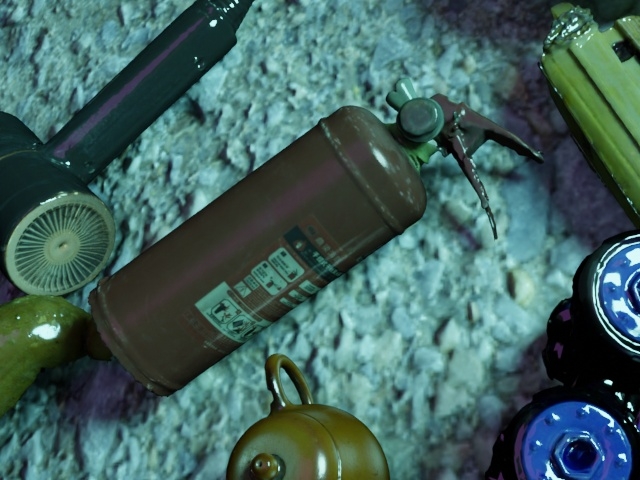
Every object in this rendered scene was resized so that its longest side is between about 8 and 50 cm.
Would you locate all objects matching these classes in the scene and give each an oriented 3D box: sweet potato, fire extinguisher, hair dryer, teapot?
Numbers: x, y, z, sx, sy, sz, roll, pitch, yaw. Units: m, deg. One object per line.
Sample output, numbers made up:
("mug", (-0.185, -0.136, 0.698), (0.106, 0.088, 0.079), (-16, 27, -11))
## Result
("sweet potato", (-0.311, 0.118, 0.812), (0.310, 0.098, 0.124), (-12, 41, 24))
("fire extinguisher", (0.000, 0.000, 0.711), (0.337, 0.106, 0.147), (-35, 81, 9))
("hair dryer", (-0.188, -0.127, 0.879), (0.352, 0.107, 0.189), (-45, 52, -9))
("teapot", (-0.015, 0.154, 0.632), (0.116, 0.116, 0.173), (-20, 58, 18))

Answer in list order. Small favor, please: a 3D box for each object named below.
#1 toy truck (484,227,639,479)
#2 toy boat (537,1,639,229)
("toy truck", (0.197, 0.110, 0.533), (0.177, 0.161, 0.213), (24, 78, 14))
("toy boat", (0.222, -0.078, 0.647), (0.088, 0.068, 0.226), (-28, 56, 6))
